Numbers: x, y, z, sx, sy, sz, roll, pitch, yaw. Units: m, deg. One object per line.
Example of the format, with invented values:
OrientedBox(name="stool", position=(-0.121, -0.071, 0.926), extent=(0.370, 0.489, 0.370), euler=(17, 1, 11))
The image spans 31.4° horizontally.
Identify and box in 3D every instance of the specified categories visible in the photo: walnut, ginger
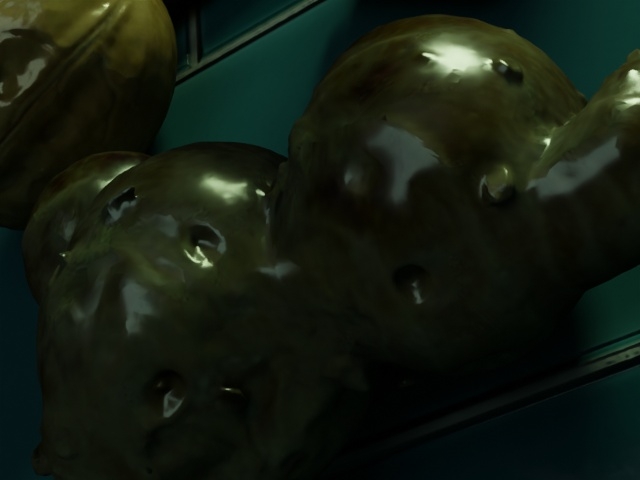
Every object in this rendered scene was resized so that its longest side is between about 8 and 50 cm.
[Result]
OrientedBox(name="walnut", position=(-0.187, -0.103, 0.764), extent=(0.197, 0.165, 0.165), euler=(-36, 47, 19))
OrientedBox(name="ginger", position=(0.000, 0.000, 0.553), extent=(0.375, 0.176, 0.256), euler=(-24, 36, 25))

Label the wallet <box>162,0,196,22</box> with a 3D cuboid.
OrientedBox(name="wallet", position=(-0.152, -0.268, 0.856), extent=(0.406, 0.062, 0.228), euler=(-38, 75, 14))
